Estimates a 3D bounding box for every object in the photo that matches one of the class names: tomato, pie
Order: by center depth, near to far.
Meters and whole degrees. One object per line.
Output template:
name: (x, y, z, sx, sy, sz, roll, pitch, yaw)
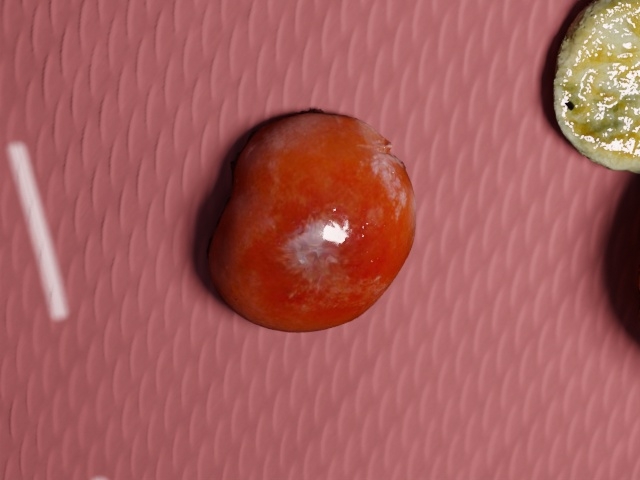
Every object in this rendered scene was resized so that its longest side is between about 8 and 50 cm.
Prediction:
tomato: (0.000, 0.000, 1.012, 0.199, 0.112, 0.228, 11, 108, -10)
pie: (0.311, -0.156, 1.028, 0.186, 0.041, 0.187, -1, 106, -5)

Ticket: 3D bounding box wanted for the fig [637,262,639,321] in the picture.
fig: (0.457, 0.060, 0.945, 0.286, 0.369, 0.286, -4, 116, -8)
